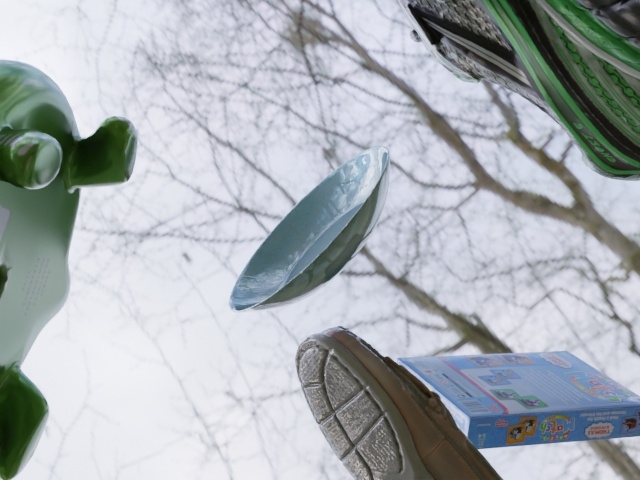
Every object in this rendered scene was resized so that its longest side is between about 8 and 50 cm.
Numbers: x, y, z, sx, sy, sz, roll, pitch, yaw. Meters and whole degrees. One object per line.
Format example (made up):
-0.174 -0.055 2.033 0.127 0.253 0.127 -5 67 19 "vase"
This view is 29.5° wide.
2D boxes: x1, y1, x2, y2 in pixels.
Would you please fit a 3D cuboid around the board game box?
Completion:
0.203 0.157 1.230 0.211 0.160 0.039 -1 -74 -22 "board game box"

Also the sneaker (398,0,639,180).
0.056 -0.154 0.566 0.134 0.343 0.146 -34 -18 -35 "sneaker"

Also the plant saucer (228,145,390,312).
0.000 0.000 1.053 0.195 0.195 0.037 -43 -75 9 "plant saucer"

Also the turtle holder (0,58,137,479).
-0.242 -0.013 0.679 0.227 0.320 0.243 19 -65 5 "turtle holder"

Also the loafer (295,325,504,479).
0.040 0.082 0.450 0.039 0.125 0.045 -29 -13 -39 "loafer"
